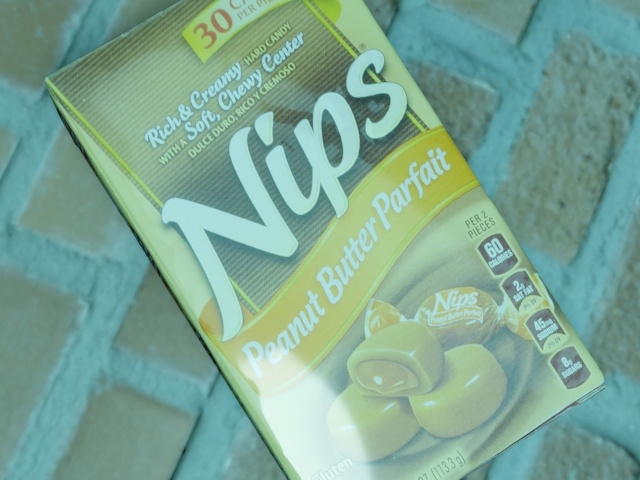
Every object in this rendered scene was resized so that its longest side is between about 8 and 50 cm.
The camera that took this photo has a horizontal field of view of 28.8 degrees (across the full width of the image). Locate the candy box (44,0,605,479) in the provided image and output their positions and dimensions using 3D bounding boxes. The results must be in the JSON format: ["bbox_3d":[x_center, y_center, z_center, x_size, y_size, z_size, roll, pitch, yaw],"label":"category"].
[{"bbox_3d":[0.000,0.000,0.737,0.183,0.087,0.316,-32,88,-9],"label":"candy box"}]
